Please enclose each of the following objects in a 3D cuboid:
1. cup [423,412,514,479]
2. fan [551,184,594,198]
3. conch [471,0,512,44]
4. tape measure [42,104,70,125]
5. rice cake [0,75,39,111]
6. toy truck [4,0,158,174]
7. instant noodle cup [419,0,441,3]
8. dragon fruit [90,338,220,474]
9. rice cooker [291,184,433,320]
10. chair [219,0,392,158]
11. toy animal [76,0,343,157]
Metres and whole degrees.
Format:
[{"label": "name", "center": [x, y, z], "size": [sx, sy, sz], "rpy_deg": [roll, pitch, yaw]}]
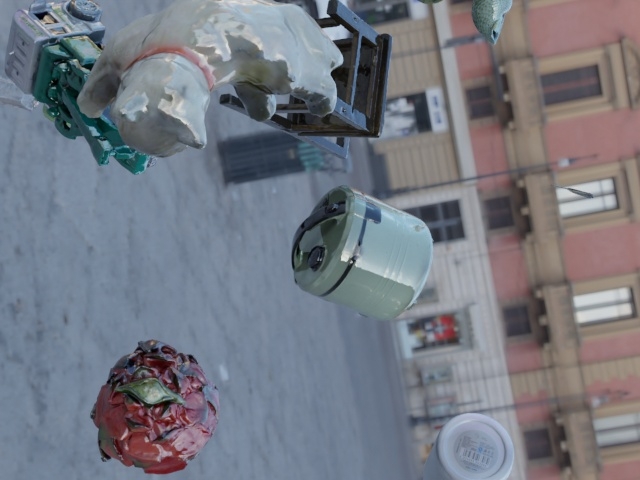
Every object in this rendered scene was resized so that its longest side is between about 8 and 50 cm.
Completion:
[{"label": "cup", "center": [0.196, 0.302, 1.268], "size": [0.133, 0.099, 0.136], "rpy_deg": [95, -30, -60]}, {"label": "fan", "center": [0.487, -0.096, 1.923], "size": [0.056, 0.083, 0.004], "rpy_deg": [24, 84, -70]}, {"label": "conch", "center": [0.252, -0.337, 1.482], "size": [0.076, 0.057, 0.085], "rpy_deg": [72, 41, -62]}, {"label": "tape measure", "center": [-0.625, -0.371, 2.469], "size": [0.175, 0.106, 0.200], "rpy_deg": [-60, -169, 10]}, {"label": "rice cake", "center": [-0.607, -0.277, 1.775], "size": [0.270, 0.049, 0.055], "rpy_deg": [5, 110, -58]}, {"label": "toy truck", "center": [-0.373, -0.253, 1.630], "size": [0.363, 0.178, 0.176], "rpy_deg": [46, -50, 27]}, {"label": "instant noodle cup", "center": [0.112, -0.445, 1.473], "size": [0.182, 0.144, 0.182], "rpy_deg": [16, -72, 58]}, {"label": "dragon fruit", "center": [-0.291, 0.298, 1.753], "size": [0.293, 0.234, 0.233], "rpy_deg": [137, -55, -68]}, {"label": "rice cooker", "center": [0.068, 0.021, 1.832], "size": [0.226, 0.244, 0.226], "rpy_deg": [-46, -147, 43]}, {"label": "chair", "center": [0.037, -0.290, 1.913], "size": [0.416, 0.241, 0.203], "rpy_deg": [17, 76, -54]}, {"label": "toy animal", "center": [-0.118, -0.194, 1.262], "size": [0.266, 0.308, 0.188], "rpy_deg": [-59, -161, 11]}]
